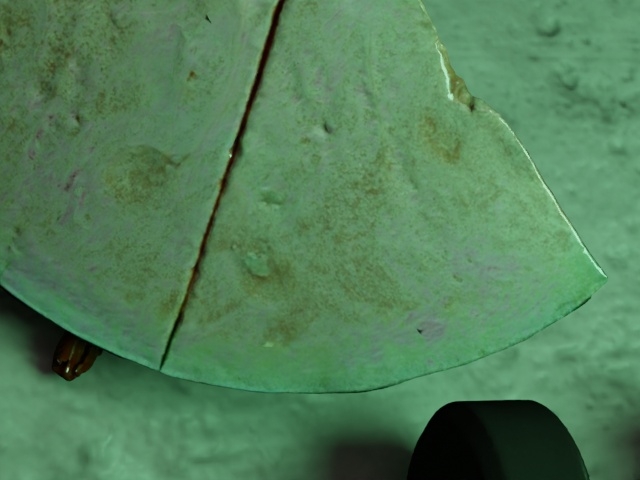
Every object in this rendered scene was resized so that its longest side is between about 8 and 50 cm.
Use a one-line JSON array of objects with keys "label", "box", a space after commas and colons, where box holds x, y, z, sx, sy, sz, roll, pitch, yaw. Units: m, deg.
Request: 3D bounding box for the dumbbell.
[{"label": "dumbbell", "box": [0.164, 0.157, 0.852, 0.218, 0.152, 0.152, 0, 64, -17]}]

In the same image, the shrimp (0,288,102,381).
[{"label": "shrimp", "box": [-0.182, 0.037, 0.872, 0.124, 0.034, 0.178, 47, 51, 6]}]

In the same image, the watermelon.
[{"label": "watermelon", "box": [-0.041, -0.076, 0.881, 0.292, 0.319, 0.222, 61, 23, -17]}]
